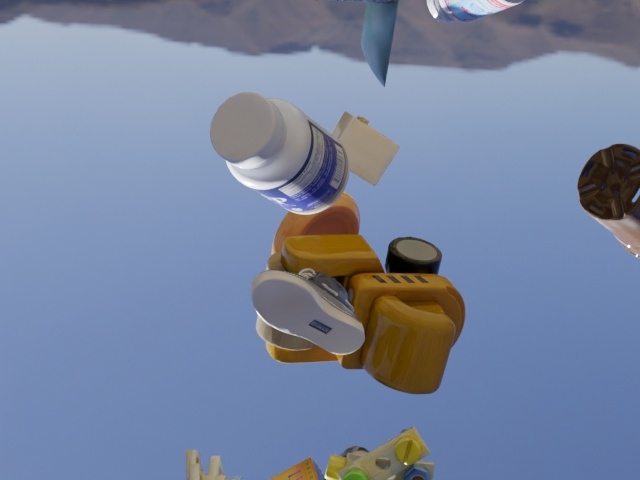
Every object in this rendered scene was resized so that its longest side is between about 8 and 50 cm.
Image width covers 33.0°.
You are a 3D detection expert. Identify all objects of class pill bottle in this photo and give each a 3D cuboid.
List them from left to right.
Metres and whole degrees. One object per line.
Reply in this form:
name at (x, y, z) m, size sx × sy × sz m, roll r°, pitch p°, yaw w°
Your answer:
pill bottle at (-0.050, -0.106, 1.292) m, size 0.112 × 0.112 × 0.187 m, roll 11°, pitch 171°, yaw 28°
pill bottle at (0.230, -0.372, 1.595) m, size 0.087 × 0.087 × 0.160 m, roll -5°, pitch 178°, yaw -31°

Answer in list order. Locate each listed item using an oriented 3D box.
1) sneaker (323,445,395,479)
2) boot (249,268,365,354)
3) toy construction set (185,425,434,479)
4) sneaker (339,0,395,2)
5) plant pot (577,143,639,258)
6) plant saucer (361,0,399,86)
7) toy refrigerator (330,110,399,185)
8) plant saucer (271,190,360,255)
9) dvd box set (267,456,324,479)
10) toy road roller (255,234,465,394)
sneaker at (0.016, 0.416, 1.527) m, size 0.129 × 0.297 × 0.111 m, roll 34°, pitch -144°, yaw -11°
boot at (-0.024, 0.067, 1.294) m, size 0.190 × 0.069 × 0.086 m, roll 39°, pitch -158°, yaw -43°
toy construction set at (-0.026, 0.326, 1.240) m, size 0.328 × 0.215 × 0.151 m, roll -6°, pitch -177°, yaw 20°
sneaker at (-0.025, -0.336, 1.181) m, size 0.131 × 0.111 × 0.296 m, roll -10°, pitch -152°, yaw -24°
plant pot at (0.498, -0.069, 1.702) m, size 0.165 × 0.167 × 0.167 m, roll 23°, pitch 178°, yaw -43°
plant saucer at (0.073, -0.276, 1.249) m, size 0.037 × 0.194 × 0.195 m, roll 10°, pitch -166°, yaw 2°
toy refrigerator at (0.075, -0.179, 2.024) m, size 0.102 × 0.094 × 0.269 m, roll 32°, pitch -173°, yaw -6°
plant saucer at (0.000, 0.000, 1.980) m, size 0.200 × 0.200 × 0.037 m, roll -9°, pitch -146°, yaw -41°
dvd box set at (-0.151, 0.611, 1.970) m, size 0.420 × 0.062 × 0.307 m, roll -29°, pitch -142°, yaw 3°
toy road roller at (0.079, 0.129, 1.757) m, size 0.330 × 0.202 × 0.240 m, roll 1°, pitch -152°, yaw -19°
